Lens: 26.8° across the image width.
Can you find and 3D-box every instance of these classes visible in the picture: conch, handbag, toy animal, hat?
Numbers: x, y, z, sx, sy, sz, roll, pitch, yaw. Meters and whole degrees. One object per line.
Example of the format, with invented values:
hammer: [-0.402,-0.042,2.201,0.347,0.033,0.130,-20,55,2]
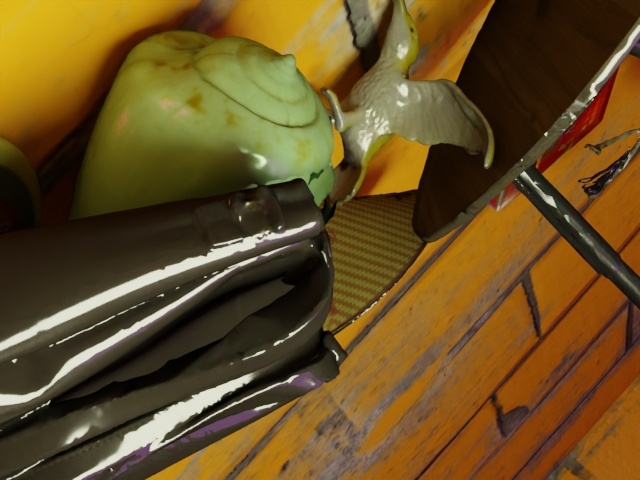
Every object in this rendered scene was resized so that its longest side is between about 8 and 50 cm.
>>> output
conch: [-0.075,-0.022,0.826,0.143,0.137,0.250,-29,151,-43]
handbag: [-0.109,0.070,0.767,0.257,0.113,0.285,-21,157,-8]
toy animal: [0.039,-0.108,0.979,0.095,0.219,0.155,-20,110,-22]
hat: [0.000,0.000,1.096,0.193,0.082,0.193,-38,-164,13]

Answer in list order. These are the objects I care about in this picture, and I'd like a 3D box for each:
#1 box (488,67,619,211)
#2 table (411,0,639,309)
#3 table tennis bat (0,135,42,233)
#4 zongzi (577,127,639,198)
box: [0.227,-0.120,1.358,0.175,0.048,0.112,-40,156,-23]
table: [0.252,-0.075,1.009,0.317,0.249,0.317,-53,-164,23]
table tennis bat: [-0.275,0.051,0.680,0.368,0.054,0.224,-23,145,-55]
zongzi: [0.481,-0.233,1.479,0.418,0.181,0.447,-21,139,-62]
